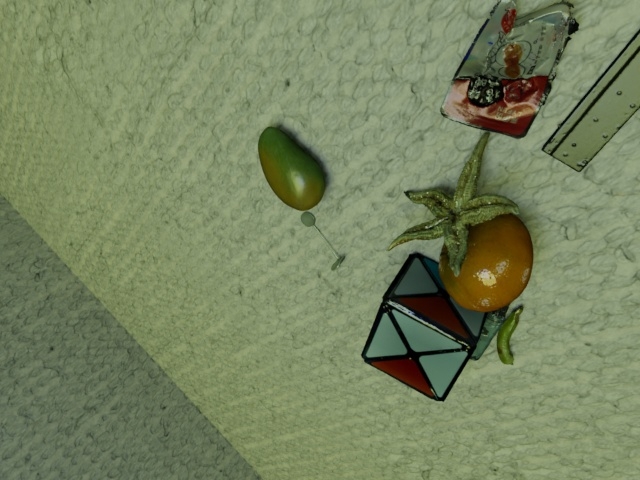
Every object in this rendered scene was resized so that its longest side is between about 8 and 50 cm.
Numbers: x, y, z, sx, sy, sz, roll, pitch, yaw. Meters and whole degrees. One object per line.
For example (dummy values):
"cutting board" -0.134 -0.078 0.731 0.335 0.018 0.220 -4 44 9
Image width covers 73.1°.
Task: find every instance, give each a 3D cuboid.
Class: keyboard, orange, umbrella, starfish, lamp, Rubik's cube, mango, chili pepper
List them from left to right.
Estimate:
"mango" -0.090 -0.196 1.203 0.251 0.114 0.156 48 138 -4
"lamp" 0.000 0.000 1.314 0.198 0.056 0.050 51 134 -2
"Rubik's cube" 0.280 0.226 1.150 0.250 0.246 0.248 27 128 15
"starfish" 0.283 -0.048 0.949 0.078 0.358 0.347 33 140 -25
"orange" 0.371 0.042 0.992 0.171 0.240 0.240 16 129 -9
"umbrella" 0.458 0.237 1.177 0.052 0.053 0.250 25 127 16
"chili pepper" 0.506 0.260 1.170 0.049 0.043 0.208 28 134 46
"keyboard" 0.560 -0.276 0.820 0.101 0.018 0.309 33 130 8

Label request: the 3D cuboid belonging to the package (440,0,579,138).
"package" 0.374 -0.346 0.867 0.194 0.071 0.269 28 142 17
